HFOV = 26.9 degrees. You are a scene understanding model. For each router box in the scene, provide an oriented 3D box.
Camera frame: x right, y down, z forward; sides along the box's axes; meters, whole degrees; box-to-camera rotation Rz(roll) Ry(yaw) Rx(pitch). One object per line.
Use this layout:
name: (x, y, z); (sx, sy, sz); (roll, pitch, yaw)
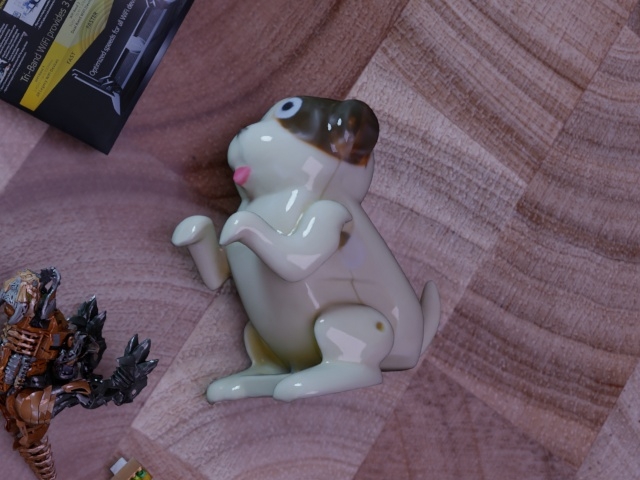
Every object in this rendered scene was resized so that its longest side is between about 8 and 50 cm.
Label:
router box: (-0.321, -0.306, 1.793); (0.243, 0.081, 0.308); (29, 97, -19)

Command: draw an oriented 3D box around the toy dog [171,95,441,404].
toy dog: (0.000, 0.000, 1.859); (0.396, 0.284, 0.407); (-9, 89, -23)

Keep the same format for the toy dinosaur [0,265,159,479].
toy dinosaur: (-0.358, 0.171, 1.753); (0.218, 0.322, 0.164); (-19, 59, -39)

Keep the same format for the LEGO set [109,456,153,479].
LEGO set: (-0.346, 0.391, 1.776); (0.287, 0.107, 0.132); (-13, 101, -19)
